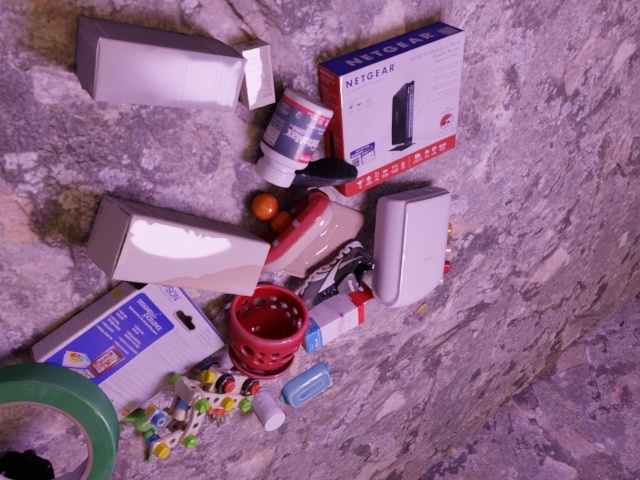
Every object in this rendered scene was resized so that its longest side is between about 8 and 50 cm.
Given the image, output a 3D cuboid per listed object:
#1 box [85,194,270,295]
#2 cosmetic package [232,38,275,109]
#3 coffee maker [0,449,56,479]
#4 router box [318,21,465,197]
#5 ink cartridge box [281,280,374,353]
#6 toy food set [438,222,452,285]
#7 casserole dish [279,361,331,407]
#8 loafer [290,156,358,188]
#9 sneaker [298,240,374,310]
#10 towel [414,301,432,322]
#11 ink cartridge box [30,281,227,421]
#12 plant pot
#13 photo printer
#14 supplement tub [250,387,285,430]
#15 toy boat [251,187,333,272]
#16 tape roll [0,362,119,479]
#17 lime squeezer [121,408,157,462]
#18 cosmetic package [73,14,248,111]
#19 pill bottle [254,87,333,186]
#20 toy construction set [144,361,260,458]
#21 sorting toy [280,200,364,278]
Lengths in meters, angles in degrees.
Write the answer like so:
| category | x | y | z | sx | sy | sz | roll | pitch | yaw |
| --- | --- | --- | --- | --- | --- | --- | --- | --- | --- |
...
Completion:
| category | x | y | z | sx | sy | sz | roll | pitch | yaw |
| --- | --- | --- | --- | --- | --- | --- | --- | --- | --- |
| box | -0.271 | 0.015 | 1.073 | 0.311 | 0.148 | 0.121 | 14 | 99 | -43 |
| cosmetic package | -0.123 | -0.310 | 1.026 | 0.060 | 0.041 | 0.115 | -23 | 134 | -25 |
| coffee maker | -0.636 | 0.574 | 1.215 | 0.120 | 0.171 | 0.178 | -40 | 149 | -43 |
| router box | 0.164 | -0.294 | 1.243 | 0.336 | 0.082 | 0.301 | -27 | 135 | -20 |
| ink cartridge box | 0.026 | 0.186 | 1.474 | 0.231 | 0.134 | 0.078 | -26 | 136 | -21 |
| toy food set | 0.323 | 0.054 | 1.646 | 0.105 | 0.111 | 0.232 | 1 | 138 | -4 |
| casserole dish | -0.039 | 0.457 | 1.714 | 0.188 | 0.037 | 0.114 | -30 | 136 | -16 |
| loafer | -0.001 | -0.143 | 1.201 | 0.061 | 0.170 | 0.062 | 78 | 22 | -57 |
| sneaker | 0.044 | 0.103 | 1.384 | 0.234 | 0.106 | 0.078 | -42 | 136 | -10 |
| towel | 0.355 | 0.248 | 1.888 | 0.060 | 0.009 | 0.083 | -45 | 140 | -1 |
| ink cartridge box | -0.404 | 0.229 | 1.212 | 0.307 | 0.072 | 0.303 | -37 | 137 | -13 |
| plant pot | -0.137 | 0.228 | 1.342 | 0.191 | 0.191 | 0.174 | -13 | 139 | -32 |
| photo printer | 0.241 | 0.023 | 1.456 | 0.256 | 0.107 | 0.307 | -15 | 114 | -48 |
| supplement tub | -0.157 | 0.487 | 1.586 | 0.071 | 0.107 | 0.071 | -22 | 134 | -25 |
| toy boat | -0.090 | -0.042 | 1.215 | 0.151 | 0.151 | 0.231 | 43 | 97 | -14 |
| tape roll | -0.561 | 0.397 | 1.059 | 0.322 | 0.077 | 0.321 | -4 | 107 | -12 |
| lime squeezer | -0.456 | 0.484 | 1.378 | 0.110 | 0.059 | 0.310 | -35 | 138 | -13 |
| cosmetic package | -0.257 | -0.278 | 0.879 | 0.238 | 0.127 | 0.107 | -3 | 124 | -40 |
| pill bottle | -0.060 | -0.205 | 1.113 | 0.108 | 0.108 | 0.180 | 10 | 115 | -43 |
| toy construction set | -0.270 | 0.403 | 1.335 | 0.215 | 0.151 | 0.328 | -60 | 160 | 0 |
| sorting toy | 0.000 | 0.000 | 1.384 | 0.193 | 0.038 | 0.208 | 17 | 106 | -46 |
